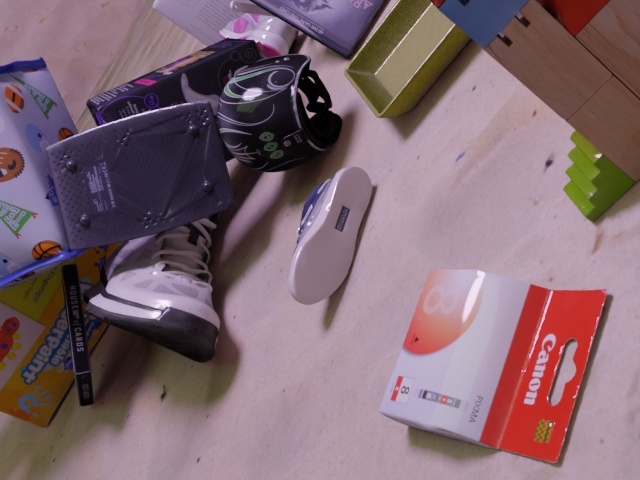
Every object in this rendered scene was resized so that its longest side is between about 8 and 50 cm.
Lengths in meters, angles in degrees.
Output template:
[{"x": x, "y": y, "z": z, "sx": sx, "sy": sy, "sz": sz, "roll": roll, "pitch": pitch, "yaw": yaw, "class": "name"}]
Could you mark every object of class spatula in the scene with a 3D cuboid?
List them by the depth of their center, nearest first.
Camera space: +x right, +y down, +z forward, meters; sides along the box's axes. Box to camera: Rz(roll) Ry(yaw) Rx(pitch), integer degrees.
[{"x": -0.086, "y": -0.443, "z": 1.335, "sx": 0.019, "sy": 0.242, "sz": 0.168, "roll": -3, "pitch": 97, "yaw": 29, "class": "spatula"}]

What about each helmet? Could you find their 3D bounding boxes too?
[{"x": -0.069, "y": -0.178, "z": 1.132, "sx": 0.161, "sy": 0.169, "sz": 0.170, "roll": -6, "pitch": 54, "yaw": 30, "class": "helmet"}]

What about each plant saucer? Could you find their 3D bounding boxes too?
[{"x": 0.124, "y": -0.253, "z": 1.027, "sx": 0.188, "sy": 0.045, "sz": 0.188, "roll": -50, "pitch": 29, "yaw": 16, "class": "plant saucer"}]

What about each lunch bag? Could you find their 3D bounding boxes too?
[{"x": -0.571, "y": -0.063, "z": 1.254, "sx": 0.385, "sy": 0.328, "sz": 0.239, "roll": -20, "pitch": 6, "yaw": 19, "class": "lunch bag"}]

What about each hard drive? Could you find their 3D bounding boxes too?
[{"x": -0.256, "y": -0.092, "z": 1.144, "sx": 0.254, "sy": 0.172, "sz": 0.054, "roll": -15, "pitch": -2, "yaw": 7, "class": "hard drive"}]

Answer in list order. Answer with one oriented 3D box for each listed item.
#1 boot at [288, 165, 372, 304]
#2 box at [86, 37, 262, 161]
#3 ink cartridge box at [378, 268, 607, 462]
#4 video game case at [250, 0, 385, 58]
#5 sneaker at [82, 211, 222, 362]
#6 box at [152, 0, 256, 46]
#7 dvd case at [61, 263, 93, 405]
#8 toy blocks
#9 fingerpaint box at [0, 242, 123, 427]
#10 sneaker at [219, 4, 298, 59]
[{"x": 0.000, "y": 0.000, "z": 0.968, "sx": 0.086, "sy": 0.069, "sz": 0.190, "roll": -24, "pitch": 34, "yaw": 58, "class": "boot"}, {"x": -0.216, "y": -0.202, "z": 1.285, "sx": 0.270, "sy": 0.165, "sz": 0.143, "roll": -27, "pitch": 23, "yaw": -14, "class": "box"}, {"x": 0.136, "y": 0.096, "z": 0.659, "sx": 0.179, "sy": 0.045, "sz": 0.146, "roll": -6, "pitch": 58, "yaw": 60, "class": "ink cartridge box"}, {"x": 0.036, "y": -0.451, "z": 1.241, "sx": 0.274, "sy": 0.196, "sz": 0.026, "roll": -57, "pitch": -10, "yaw": 1, "class": "video game case"}, {"x": -0.231, "y": 0.019, "z": 1.206, "sx": 0.447, "sy": 0.169, "sz": 0.258, "roll": 9, "pitch": 72, "yaw": 63, "class": "sneaker"}, {"x": -0.153, "y": -0.573, "z": 1.624, "sx": 0.345, "sy": 0.215, "sz": 0.168, "roll": -39, "pitch": 33, "yaw": 32, "class": "box"}, {"x": -0.405, "y": 0.165, "z": 1.320, "sx": 0.239, "sy": 0.029, "sz": 0.179, "roll": 121, "pitch": 138, "yaw": -63, "class": "dvd case"}, {"x": 0.245, "y": -0.230, "z": 0.571, "sx": 0.381, "sy": 0.260, "sz": 0.191, "roll": -47, "pitch": 30, "yaw": 21, "class": "toy blocks"}, {"x": -0.586, "y": 0.076, "z": 1.516, "sx": 0.445, "sy": 0.371, "sz": 0.163, "roll": -59, "pitch": 28, "yaw": -1, "class": "fingerpaint box"}, {"x": -0.106, "y": -0.400, "z": 1.512, "sx": 0.111, "sy": 0.103, "sz": 0.252, "roll": -55, "pitch": 34, "yaw": -3, "class": "sneaker"}]
